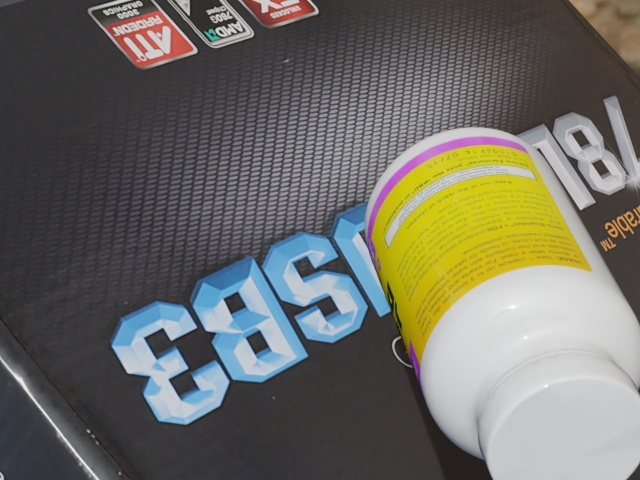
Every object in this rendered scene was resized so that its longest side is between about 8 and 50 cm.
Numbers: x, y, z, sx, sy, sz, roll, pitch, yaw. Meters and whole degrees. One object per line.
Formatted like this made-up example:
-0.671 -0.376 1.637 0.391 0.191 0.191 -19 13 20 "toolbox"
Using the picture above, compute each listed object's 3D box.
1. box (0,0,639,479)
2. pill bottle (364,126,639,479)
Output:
0.000 0.000 0.522 0.293 0.295 0.073 49 128 14 "box"
0.037 0.015 0.376 0.083 0.043 0.043 -109 28 -57 "pill bottle"
